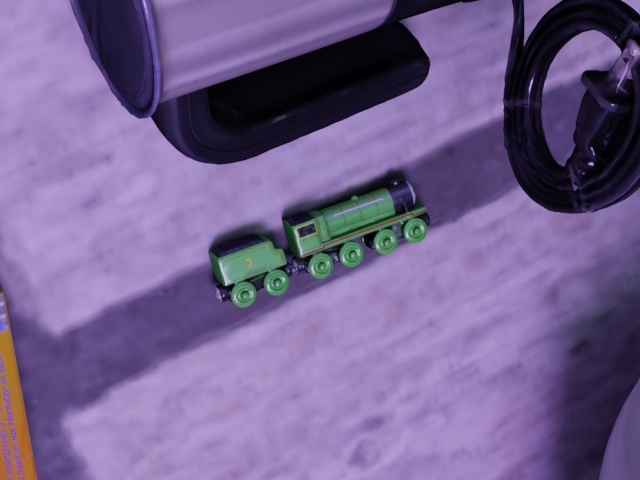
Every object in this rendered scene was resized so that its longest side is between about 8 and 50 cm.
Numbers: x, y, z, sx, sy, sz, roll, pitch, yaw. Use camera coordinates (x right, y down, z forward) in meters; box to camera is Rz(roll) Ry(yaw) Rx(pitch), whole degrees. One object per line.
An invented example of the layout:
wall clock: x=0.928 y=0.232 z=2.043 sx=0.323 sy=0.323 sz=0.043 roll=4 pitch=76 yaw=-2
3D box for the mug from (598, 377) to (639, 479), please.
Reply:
mug: x=0.259 y=0.193 z=0.539 sx=0.276 sy=0.374 sz=0.328 roll=-31 pitch=114 yaw=-5

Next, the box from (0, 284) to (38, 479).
box: x=-0.162 y=0.063 z=0.491 sx=0.136 sy=0.028 sz=0.081 roll=-15 pitch=117 yaw=-20

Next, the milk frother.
milk frother: x=0.011 y=-0.065 z=0.448 sx=0.134 sy=0.143 sz=0.129 roll=-21 pitch=126 yaw=-18

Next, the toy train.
toy train: x=0.000 y=0.000 z=0.545 sx=0.083 sy=0.017 sz=0.024 roll=-21 pitch=108 yaw=-16
